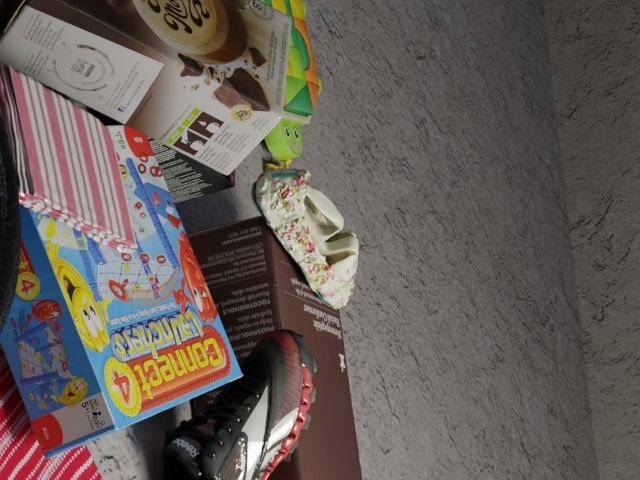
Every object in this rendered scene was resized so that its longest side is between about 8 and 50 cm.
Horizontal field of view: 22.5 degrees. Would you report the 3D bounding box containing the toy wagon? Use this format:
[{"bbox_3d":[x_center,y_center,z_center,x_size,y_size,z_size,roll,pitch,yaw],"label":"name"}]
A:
[{"bbox_3d":[-0.070,-0.256,2.305,0.267,0.068,0.344,5,71,-67],"label":"toy wagon"}]

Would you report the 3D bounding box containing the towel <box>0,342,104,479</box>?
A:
[{"bbox_3d":[-0.270,0.220,1.536,0.199,0.031,0.275,-58,129,-63],"label":"towel"}]

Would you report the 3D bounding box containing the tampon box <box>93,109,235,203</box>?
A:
[{"bbox_3d":[-0.182,-0.135,1.894,0.161,0.101,0.120,44,36,-53],"label":"tampon box"}]

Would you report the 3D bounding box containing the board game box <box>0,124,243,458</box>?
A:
[{"bbox_3d":[-0.227,0.038,1.638,0.302,0.086,0.308,68,20,2],"label":"board game box"}]

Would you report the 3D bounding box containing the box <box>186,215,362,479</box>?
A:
[{"bbox_3d":[-0.058,0.179,1.952,0.191,0.143,0.381,26,54,-63],"label":"box"}]

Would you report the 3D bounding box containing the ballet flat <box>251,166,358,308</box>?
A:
[{"bbox_3d":[0.000,0.000,1.925,0.241,0.077,0.091,53,29,-44],"label":"ballet flat"}]

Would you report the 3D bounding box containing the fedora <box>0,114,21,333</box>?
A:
[{"bbox_3d":[-0.375,-0.036,1.271,0.334,0.152,0.334,-15,90,-69],"label":"fedora"}]

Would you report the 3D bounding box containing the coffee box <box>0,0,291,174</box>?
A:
[{"bbox_3d":[-0.188,-0.220,1.733,0.297,0.119,0.168,26,44,-23],"label":"coffee box"}]

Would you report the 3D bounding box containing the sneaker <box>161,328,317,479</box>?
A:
[{"bbox_3d":[-0.099,0.216,1.770,0.135,0.097,0.276,32,79,-42],"label":"sneaker"}]

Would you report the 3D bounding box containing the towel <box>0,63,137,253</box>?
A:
[{"bbox_3d":[-0.247,-0.075,1.549,0.197,0.029,0.144,33,39,-60],"label":"towel"}]
